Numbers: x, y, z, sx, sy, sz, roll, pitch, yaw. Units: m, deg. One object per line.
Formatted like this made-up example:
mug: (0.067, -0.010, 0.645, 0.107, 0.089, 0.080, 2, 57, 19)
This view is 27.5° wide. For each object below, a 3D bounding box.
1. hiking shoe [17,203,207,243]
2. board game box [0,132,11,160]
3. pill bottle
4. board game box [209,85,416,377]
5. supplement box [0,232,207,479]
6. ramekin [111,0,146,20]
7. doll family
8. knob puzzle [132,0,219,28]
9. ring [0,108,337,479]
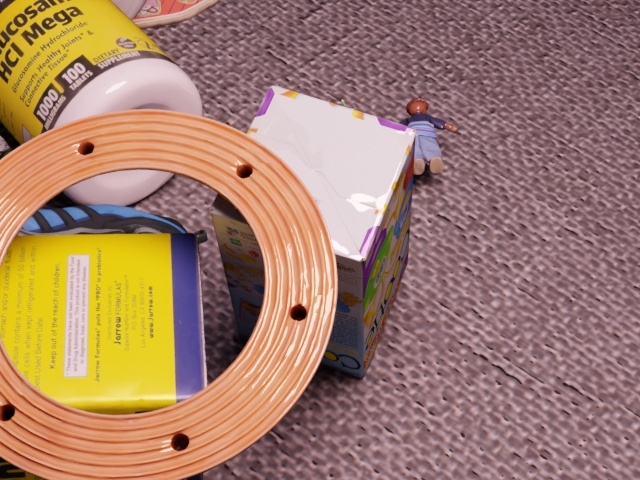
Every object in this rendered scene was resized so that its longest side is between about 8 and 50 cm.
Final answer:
hiking shoe: (-0.280, 0.016, 1.361, 0.304, 0.113, 0.132, 7, 16, 8)
board game box: (-0.464, -0.114, 1.375, 0.136, 0.030, 0.259, 52, 39, 12)
pill bottle: (-0.298, -0.201, 1.486, 0.188, 0.188, 0.334, -27, 55, -29)
board game box: (0.000, 0.000, 1.250, 0.144, 0.275, 0.142, 19, 65, 11)
supplement box: (-0.284, 0.129, 1.169, 0.356, 0.194, 0.195, -1, 47, -7)
ramekin: (-0.304, -0.394, 1.612, 0.273, 0.273, 0.127, 21, 48, 13)
doll family: (0.062, -0.116, 1.534, 0.193, 0.076, 0.111, 5, 42, -9)
knob puzzle: (-0.226, -0.350, 1.746, 0.213, 0.030, 0.213, 4, 47, -4)
ring: (-0.153, 0.042, 1.064, 0.336, 0.032, 0.337, -1, 64, 2)
